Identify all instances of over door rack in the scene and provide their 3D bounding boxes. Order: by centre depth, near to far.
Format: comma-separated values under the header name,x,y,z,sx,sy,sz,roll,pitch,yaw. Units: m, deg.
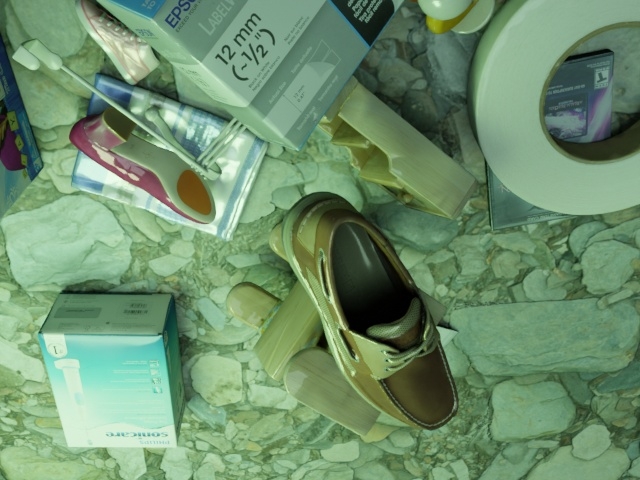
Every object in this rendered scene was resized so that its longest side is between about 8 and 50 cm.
name,x,y,z,sx,sy,sz,roll,pitch,yaw
over door rack,-0.196,-0.258,0.855,0.239,0.108,0.324,-45,129,16

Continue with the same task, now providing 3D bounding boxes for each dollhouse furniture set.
name,x,y,z,sx,sy,sz,roll,pitch,yaw
dollhouse furniture set,0.000,0.000,0.913,0.257,0.362,0.394,34,88,-21

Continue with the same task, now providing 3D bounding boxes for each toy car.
name,x,y,z,sx,sy,sz,roll,pitch,yaw
toy car,0.188,-0.366,0.812,0.182,0.159,0.136,-42,76,25

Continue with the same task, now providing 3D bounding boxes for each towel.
name,x,y,z,sx,sy,sz,roll,pitch,yaw
towel,-0.244,-0.124,1.008,0.285,0.034,0.209,20,119,-13

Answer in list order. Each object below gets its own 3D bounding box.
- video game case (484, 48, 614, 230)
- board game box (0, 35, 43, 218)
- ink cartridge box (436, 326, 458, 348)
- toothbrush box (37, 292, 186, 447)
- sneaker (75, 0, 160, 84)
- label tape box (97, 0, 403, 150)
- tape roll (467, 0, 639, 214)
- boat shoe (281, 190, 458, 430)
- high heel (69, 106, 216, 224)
name,x,y,z,sx,sy,sz,roll,pitch,yaw
video game case,0.362,-0.151,1.004,0.196,0.026,0.274,-10,121,6
board game box,-0.489,-0.166,0.811,0.066,0.318,0.318,-4,123,1
ink cartridge box,0.121,0.202,1.221,0.233,0.066,0.189,14,123,-34
toothbrush box,-0.381,0.251,1.188,0.217,0.126,0.295,0,122,-2
sneaker,-0.281,-0.294,0.891,0.070,0.051,0.134,-26,122,13
label tape box,-0.092,-0.307,0.721,0.348,0.115,0.249,38,85,-38
tape roll,0.411,-0.219,0.905,0.393,0.072,0.391,0,123,0
boat shoe,0.067,0.095,0.695,0.123,0.116,0.324,-38,109,-11
high heel,-0.274,-0.102,0.975,0.117,0.082,0.244,-12,138,42
